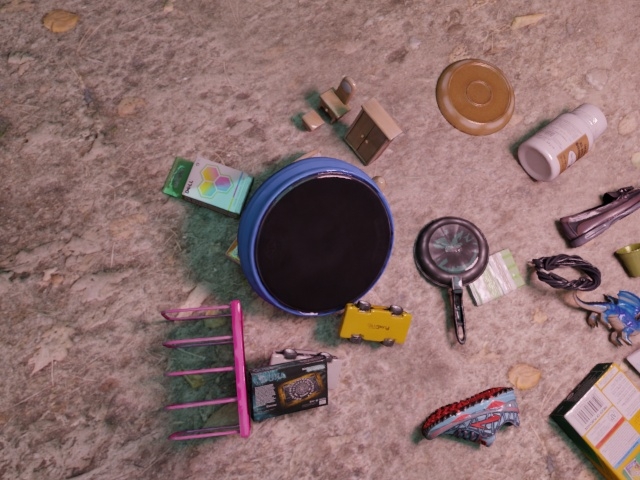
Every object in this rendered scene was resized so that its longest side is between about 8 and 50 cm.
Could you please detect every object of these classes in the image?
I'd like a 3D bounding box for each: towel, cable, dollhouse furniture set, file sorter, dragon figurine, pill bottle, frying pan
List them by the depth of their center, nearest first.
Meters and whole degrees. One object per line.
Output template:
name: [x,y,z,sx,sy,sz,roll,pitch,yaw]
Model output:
file sorter: [-0.261,0.299,1.479,0.182,0.202,0.290,-4,78,-7]
dollhouse furniture set: [0.008,-0.205,1.614,0.356,0.174,0.303,-36,84,-24]
frying pan: [0.324,0.084,1.682,0.197,0.053,0.326,18,73,8]
cable: [0.657,0.084,1.702,0.185,0.150,0.047,5,115,-8]
dragon figurine: [0.793,0.184,1.724,0.289,0.085,0.144,37,75,0]
towel: [0.458,0.097,1.727,0.152,0.023,0.113,-21,84,-15]
pill bottle: [0.668,-0.273,1.782,0.229,0.131,0.131,-36,85,-14]

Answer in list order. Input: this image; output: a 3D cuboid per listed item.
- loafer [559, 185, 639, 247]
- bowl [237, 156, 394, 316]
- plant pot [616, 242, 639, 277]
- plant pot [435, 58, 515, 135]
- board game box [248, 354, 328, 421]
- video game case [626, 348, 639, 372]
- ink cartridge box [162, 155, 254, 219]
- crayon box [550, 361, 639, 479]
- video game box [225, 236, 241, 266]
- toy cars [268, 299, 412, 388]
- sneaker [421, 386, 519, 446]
loafer: [0.792,-0.093,1.778,0.303,0.109,0.095,-32,80,-11]
bowl: [0.000,0.000,1.544,0.391,0.077,0.390,-8,111,-21]
plant pot: [0.864,0.056,1.773,0.083,0.083,0.079,-22,94,-13]
plant pot: [0.443,-0.411,1.829,0.237,0.032,0.236,2,78,-8]
board game box: [-0.072,0.341,1.506,0.186,0.026,0.126,-7,108,-20]
video game case: [0.912,0.315,1.691,0.143,0.019,0.157,46,117,-5]
ink cartridge box: [-0.284,-0.142,1.640,0.209,0.062,0.108,20,76,-4]
crayon box: [0.774,0.500,1.653,0.203,0.083,0.323,-40,85,-15]
video game box: [-0.108,0.006,1.644,0.187,0.048,0.205,33,74,1]
toy cars: [0.037,0.251,1.589,0.394,0.087,0.176,-31,115,-12]
sneaker: [0.379,0.453,1.592,0.262,0.104,0.125,-17,83,-12]
